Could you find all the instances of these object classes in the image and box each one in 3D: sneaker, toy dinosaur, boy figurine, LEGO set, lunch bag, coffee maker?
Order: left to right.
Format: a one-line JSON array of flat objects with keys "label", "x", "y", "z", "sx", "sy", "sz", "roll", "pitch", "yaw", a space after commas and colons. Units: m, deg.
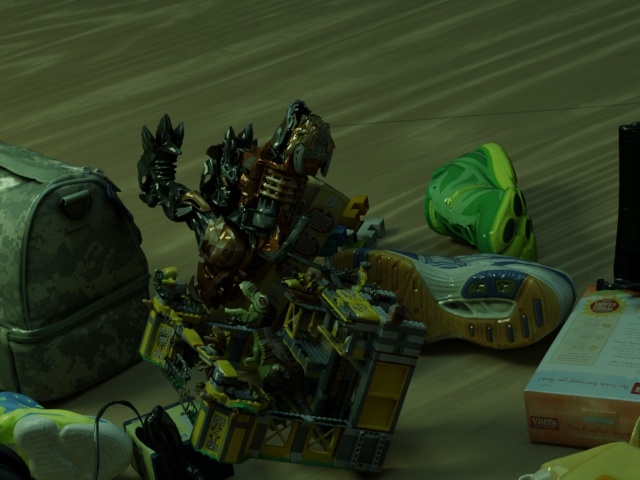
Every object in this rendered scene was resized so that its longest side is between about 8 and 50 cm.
[{"label": "lunch bag", "x": -0.346, "y": 0.014, "z": 2.055, "sx": 0.212, "sy": 0.256, "sz": 0.305, "roll": -28, "pitch": 33, "yaw": -35}, {"label": "sneaker", "x": -0.299, "y": 0.196, "z": 1.859, "sx": 0.240, "sy": 0.091, "sz": 0.126, "roll": -2, "pitch": 26, "yaw": 14}, {"label": "toy dinosaur", "x": -0.108, "y": -0.032, "z": 2.027, "sx": 0.322, "sy": 0.164, "sz": 0.218, "roll": -44, "pitch": 55, "yaw": 9}, {"label": "LEGO set", "x": -0.039, "y": 0.088, "z": 1.815, "sx": 0.255, "sy": 0.192, "sz": 0.331, "roll": 13, "pitch": 15, "yaw": -16}, {"label": "LEGO set", "x": 0.000, "y": 0.000, "z": 2.178, "sx": 0.093, "sy": 0.087, "sz": 0.227, "roll": 2, "pitch": 27, "yaw": 19}, {"label": "sneaker", "x": 0.146, "y": 0.065, "z": 2.016, "sx": 0.296, "sy": 0.112, "sz": 0.131, "roll": 9, "pitch": 13, "yaw": 28}, {"label": "sneaker", "x": 0.193, "y": -0.026, "z": 2.179, "sx": 0.123, "sy": 0.109, "sz": 0.295, "roll": -18, "pitch": 20, "yaw": 5}, {"label": "boy figurine", "x": 0.271, "y": 0.235, "z": 1.622, "sx": 0.285, "sy": 0.092, "sz": 0.177, "roll": -28, "pitch": 29, "yaw": -29}, {"label": "coffee maker", "x": 0.376, "y": -0.038, "z": 1.923, "sx": 0.120, "sy": 0.178, "sz": 0.171, "roll": 3, "pitch": 7, "yaw": 28}]

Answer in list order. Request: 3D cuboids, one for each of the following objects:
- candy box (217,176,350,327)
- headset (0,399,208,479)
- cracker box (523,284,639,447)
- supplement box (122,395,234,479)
[{"label": "candy box", "x": -0.055, "y": 0.005, "z": 2.097, "sx": 0.053, "sy": 0.187, "sz": 0.109, "roll": 30, "pitch": 2, "yaw": -37}, {"label": "headset", "x": -0.287, "y": 0.294, "z": 1.655, "sx": 0.394, "sy": 0.185, "sz": 0.243, "roll": -37, "pitch": 40, "yaw": -20}, {"label": "cracker box", "x": 0.321, "y": 0.131, "z": 1.844, "sx": 0.155, "sy": 0.067, "sz": 0.232, "roll": 4, "pitch": 28, "yaw": 26}, {"label": "supplement box", "x": -0.146, "y": 0.212, "z": 1.820, "sx": 0.083, "sy": 0.056, "sz": 0.083, "roll": -19, "pitch": 28, "yaw": -22}]
